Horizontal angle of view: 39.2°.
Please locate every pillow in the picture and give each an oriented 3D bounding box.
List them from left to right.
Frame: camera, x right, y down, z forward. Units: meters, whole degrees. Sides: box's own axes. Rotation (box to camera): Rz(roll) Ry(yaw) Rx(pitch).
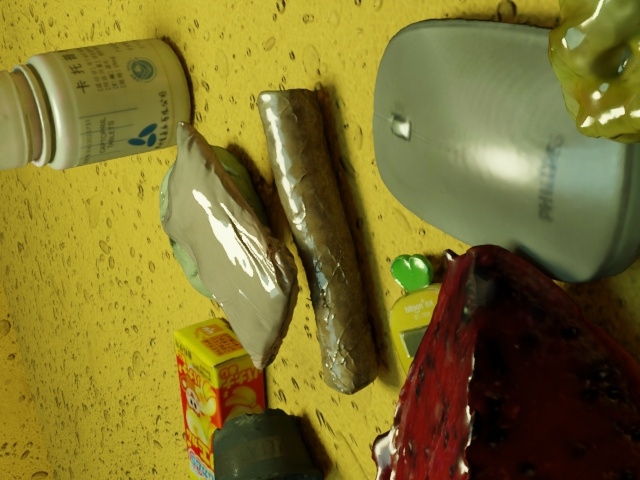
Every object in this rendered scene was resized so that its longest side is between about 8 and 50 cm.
[{"bbox_3d":[-0.116,0.006,1.085,0.270,0.067,0.173,52,140,23],"label":"pillow"}]

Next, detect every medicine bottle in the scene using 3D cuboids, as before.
[{"bbox_3d":[-0.350,-0.194,1.309,0.170,0.293,0.170,35,133,49],"label":"medicine bottle"}]

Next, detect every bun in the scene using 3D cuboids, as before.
[{"bbox_3d":[-0.154,-0.018,1.244,0.221,0.108,0.221,29,127,49],"label":"bun"}]

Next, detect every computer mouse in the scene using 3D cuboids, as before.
[{"bbox_3d":[0.141,-0.082,0.750,0.331,0.095,0.197,26,120,52],"label":"computer mouse"}]

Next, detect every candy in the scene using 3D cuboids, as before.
[{"bbox_3d":[-0.150,0.273,1.393,0.146,0.088,0.276,28,128,50],"label":"candy"}]

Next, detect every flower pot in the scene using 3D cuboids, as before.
[{"bbox_3d":[-0.082,0.301,1.246,0.157,0.157,0.107,121,140,-51],"label":"flower pot"}]

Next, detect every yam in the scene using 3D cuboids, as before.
[{"bbox_3d":[0.000,0.000,1.034,0.081,0.081,0.357,-4,100,59],"label":"yam"}]

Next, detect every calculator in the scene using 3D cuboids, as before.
[{"bbox_3d":[0.131,0.122,0.914,0.146,0.032,0.235,-26,83,59],"label":"calculator"}]

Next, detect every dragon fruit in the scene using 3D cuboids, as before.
[{"bbox_3d":[0.179,0.192,0.791,0.329,0.228,0.286,108,169,-63],"label":"dragon fruit"}]

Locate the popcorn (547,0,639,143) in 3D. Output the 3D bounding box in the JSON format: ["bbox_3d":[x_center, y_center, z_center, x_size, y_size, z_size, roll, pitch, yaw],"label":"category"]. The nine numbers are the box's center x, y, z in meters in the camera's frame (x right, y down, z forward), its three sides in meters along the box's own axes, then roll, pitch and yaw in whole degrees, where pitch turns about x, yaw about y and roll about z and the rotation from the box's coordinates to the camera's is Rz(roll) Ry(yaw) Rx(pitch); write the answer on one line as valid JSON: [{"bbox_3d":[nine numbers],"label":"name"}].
[{"bbox_3d":[0.229,-0.127,0.475,0.259,0.212,0.259,17,111,50],"label":"popcorn"}]
